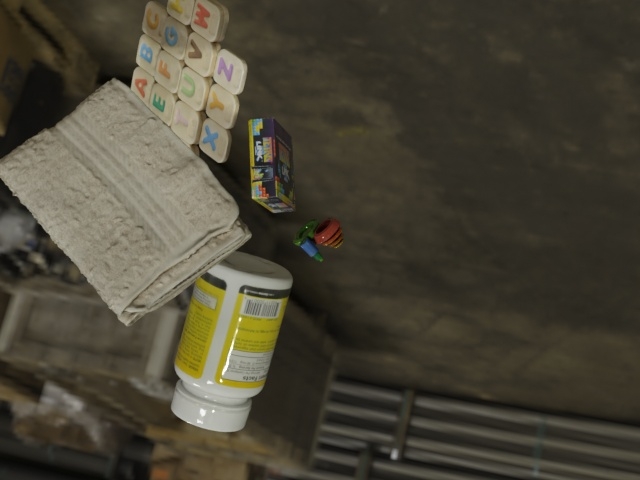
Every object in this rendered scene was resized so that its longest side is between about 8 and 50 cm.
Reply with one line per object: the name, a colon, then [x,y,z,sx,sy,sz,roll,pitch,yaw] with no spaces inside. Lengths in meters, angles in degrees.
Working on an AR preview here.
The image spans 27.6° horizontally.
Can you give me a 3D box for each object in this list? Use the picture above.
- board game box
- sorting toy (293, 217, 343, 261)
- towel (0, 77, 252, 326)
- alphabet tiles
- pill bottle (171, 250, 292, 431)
board game box: [-0.083,-0.130,2.297,0.048,0.141,0.170,-3,173,10]
sorting toy: [0.000,0.000,1.966,0.042,0.061,0.102,46,154,-19]
towel: [-0.226,-0.050,1.475,0.282,0.187,0.049,44,163,25]
alphabet tiles: [-0.213,-0.250,2.025,0.021,0.284,0.278,-8,-146,-39]
pill bottle: [-0.116,0.126,1.640,0.119,0.209,0.119,16,-169,-3]
